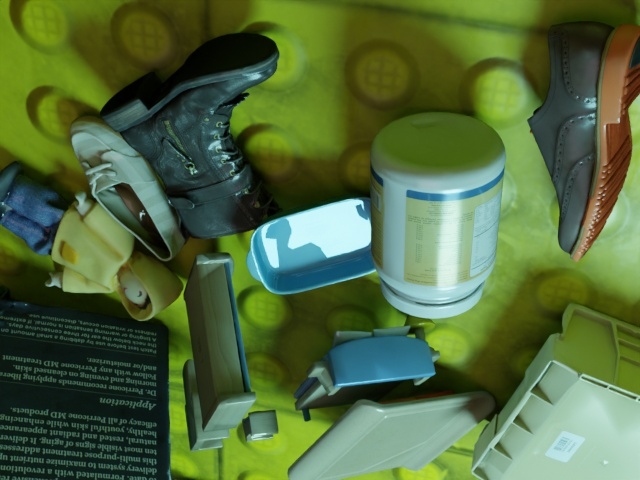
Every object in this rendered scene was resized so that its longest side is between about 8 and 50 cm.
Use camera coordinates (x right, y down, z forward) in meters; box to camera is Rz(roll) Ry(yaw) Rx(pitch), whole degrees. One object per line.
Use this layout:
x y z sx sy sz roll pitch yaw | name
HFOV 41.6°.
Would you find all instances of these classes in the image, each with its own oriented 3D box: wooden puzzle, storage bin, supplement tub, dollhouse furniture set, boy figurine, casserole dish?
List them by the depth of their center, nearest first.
0.128 -0.027 0.943 0.144 0.144 0.199 6 127 12 | supplement tub
0.000 0.000 1.040 0.188 0.037 0.114 -15 123 1 | casserole dish
0.366 0.244 1.090 0.260 0.123 0.262 22 130 1 | storage bin
-0.325 0.016 1.149 0.285 0.092 0.177 34 125 -6 | boy figurine
-0.027 0.147 1.174 0.303 0.198 0.286 -3 155 -19 | dollhouse furniture set
0.098 0.272 1.186 0.239 0.044 0.221 6 138 -35 | wooden puzzle

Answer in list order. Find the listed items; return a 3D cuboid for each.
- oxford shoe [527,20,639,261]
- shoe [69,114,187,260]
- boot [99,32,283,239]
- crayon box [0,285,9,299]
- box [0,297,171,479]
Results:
0.272 -0.103 0.892 0.098 0.097 0.271 19 127 28 | oxford shoe
-0.247 -0.064 1.083 0.076 0.058 0.219 -23 117 29 | shoe
-0.111 -0.109 1.004 0.263 0.091 0.229 -15 126 31 | boot
-0.657 0.128 1.337 0.323 0.083 0.203 16 129 5 | crayon box
-0.411 0.420 1.193 0.297 0.472 0.480 12 132 -21 | box
